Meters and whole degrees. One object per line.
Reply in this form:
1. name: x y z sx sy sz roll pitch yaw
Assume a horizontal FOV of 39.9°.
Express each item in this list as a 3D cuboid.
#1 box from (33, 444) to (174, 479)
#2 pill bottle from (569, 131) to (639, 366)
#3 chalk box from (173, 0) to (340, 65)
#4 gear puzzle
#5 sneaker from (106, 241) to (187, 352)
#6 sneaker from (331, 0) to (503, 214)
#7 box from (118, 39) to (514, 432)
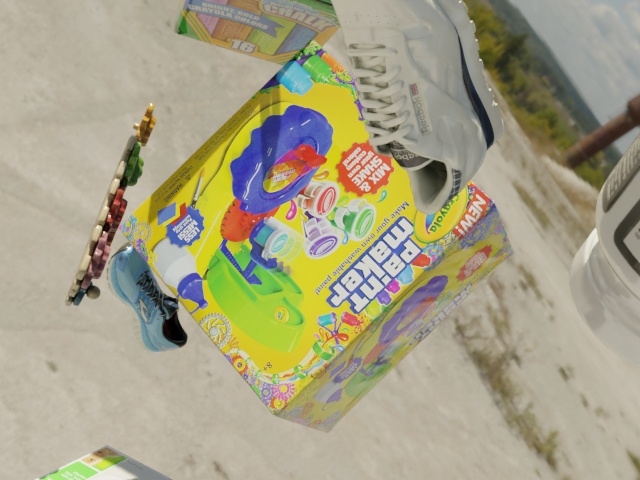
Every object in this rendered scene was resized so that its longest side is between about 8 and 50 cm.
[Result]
1. box: -0.299 0.409 1.170 0.231 0.262 0.126 -18 112 -43
2. pill bottle: 0.376 -0.044 0.781 0.210 0.362 0.210 8 52 -10
3. chalk box: -0.048 -0.336 0.997 0.179 0.180 0.289 14 -11 -14
4. gear puzzle: -0.306 -0.062 1.350 0.044 0.175 0.338 21 61 -14
5. sneaker: -0.208 0.071 1.109 0.063 0.073 0.162 -51 131 -43
6. sneaker: 0.065 -0.119 0.666 0.090 0.094 0.235 18 -25 46
7. box: 0.000 0.000 0.949 0.279 0.290 0.177 45 0 25
